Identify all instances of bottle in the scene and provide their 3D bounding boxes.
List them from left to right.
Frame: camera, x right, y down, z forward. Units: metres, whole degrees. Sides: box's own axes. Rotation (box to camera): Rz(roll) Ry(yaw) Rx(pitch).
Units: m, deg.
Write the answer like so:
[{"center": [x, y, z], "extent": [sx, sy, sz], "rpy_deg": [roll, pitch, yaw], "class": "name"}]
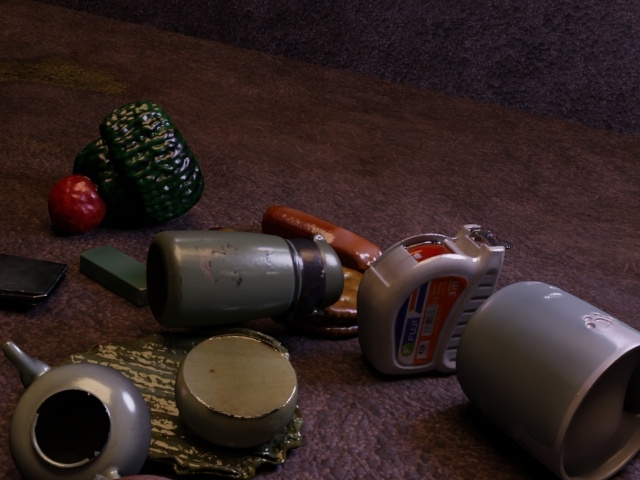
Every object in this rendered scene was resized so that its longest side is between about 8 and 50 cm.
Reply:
[{"center": [-0.124, 0.065, 1.754], "extent": [0.346, 0.169, 0.168], "rpy_deg": [0, 27, -25], "class": "bottle"}]

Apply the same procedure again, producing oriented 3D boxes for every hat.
[{"center": [-0.440, -0.129, 2.149], "extent": [0.332, 0.274, 0.242], "rpy_deg": [-33, 29, -16], "class": "hat"}]

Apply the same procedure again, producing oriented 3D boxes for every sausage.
[{"center": [0.000, 0.000, 2.159], "extent": [0.300, 0.083, 0.089], "rpy_deg": [25, 29, 24], "class": "sausage"}]

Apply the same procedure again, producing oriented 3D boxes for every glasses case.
[{"center": [-0.383, 0.067, 1.935], "extent": [0.184, 0.040, 0.077], "rpy_deg": [26, 30, 31], "class": "glasses case"}]

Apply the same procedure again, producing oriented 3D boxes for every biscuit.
[{"center": [0.015, 0.113, 1.946], "extent": [0.220, 0.066, 0.220], "rpy_deg": [10, 23, -4], "class": "biscuit"}]

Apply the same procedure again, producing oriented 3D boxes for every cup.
[{"center": [0.414, 0.233, 1.659], "extent": [0.356, 0.259, 0.274], "rpy_deg": [29, 5, -45], "class": "cup"}]

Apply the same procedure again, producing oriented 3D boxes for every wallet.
[{"center": [-0.644, 0.064, 1.848], "extent": [0.317, 0.045, 0.172], "rpy_deg": [8, 22, -1], "class": "wallet"}]

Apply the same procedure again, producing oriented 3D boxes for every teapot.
[{"center": [-0.330, 0.263, 1.362], "extent": [0.193, 0.129, 0.294], "rpy_deg": [-39, 78, -11], "class": "teapot"}]

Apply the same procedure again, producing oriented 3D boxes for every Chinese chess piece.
[{"center": [-0.128, 0.228, 1.512], "extent": [0.188, 0.083, 0.188], "rpy_deg": [10, 37, -8], "class": "Chinese chess piece"}]

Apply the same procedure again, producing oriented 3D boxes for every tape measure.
[{"center": [0.193, 0.108, 1.784], "extent": [0.265, 0.258, 0.130], "rpy_deg": [-2, 29, -23], "class": "tape measure"}]

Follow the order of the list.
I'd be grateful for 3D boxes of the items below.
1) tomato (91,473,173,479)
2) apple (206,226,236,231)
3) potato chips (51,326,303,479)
[{"center": [-0.198, 0.394, 1.023], "extent": [0.316, 0.283, 0.317], "rpy_deg": [6, 22, -2], "class": "tomato"}, {"center": [-0.202, 0.052, 1.884], "extent": [0.163, 0.147, 0.146], "rpy_deg": [-12, 6, -20], "class": "apple"}, {"center": [-0.233, 0.244, 1.582], "extent": [0.429, 0.070, 0.358], "rpy_deg": [10, 27, 2], "class": "potato chips"}]
